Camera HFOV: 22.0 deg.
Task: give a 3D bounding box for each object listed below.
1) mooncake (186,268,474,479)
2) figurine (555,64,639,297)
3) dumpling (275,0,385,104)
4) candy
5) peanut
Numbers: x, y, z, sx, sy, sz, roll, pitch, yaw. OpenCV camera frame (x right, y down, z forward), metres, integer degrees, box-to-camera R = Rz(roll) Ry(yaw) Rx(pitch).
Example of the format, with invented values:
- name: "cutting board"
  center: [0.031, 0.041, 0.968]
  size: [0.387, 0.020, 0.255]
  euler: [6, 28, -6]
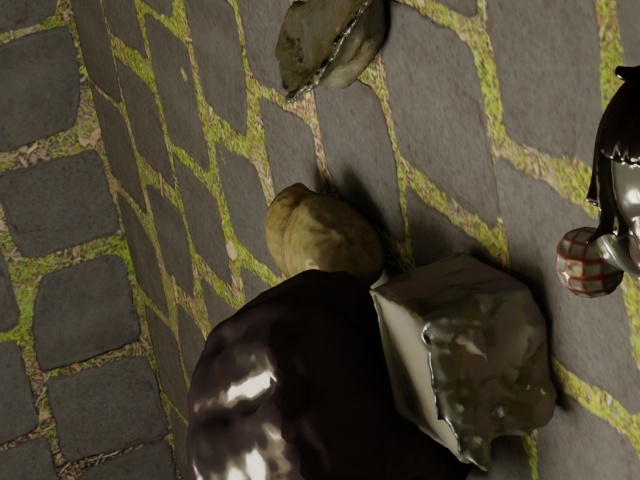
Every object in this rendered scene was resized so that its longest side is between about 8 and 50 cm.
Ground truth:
- name: "mooncake"
  center: [0.012, 0.219, 1.939]
  size: [0.212, 0.381, 0.351]
  euler: [-27, 97, 32]
- name: "figurine"
  center: [0.312, 0.011, 1.197]
  size: [0.281, 0.167, 0.370]
  euler: [-9, 113, 37]
- name: "dumpling"
  center: [0.021, -0.227, 1.902]
  size: [0.332, 0.086, 0.166]
  euler: [162, 122, -72]
- name: "candy"
  center: [0.154, 0.124, 1.784]
  size: [0.195, 0.137, 0.185]
  euler: [-151, 46, -66]
- name: "peanut"
  center: [0.000, 0.000, 2.138]
  size: [0.253, 0.122, 0.137]
  euler: [-148, 52, -69]
